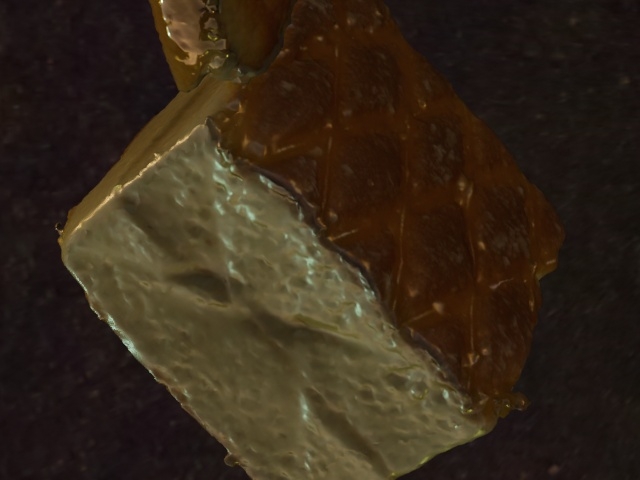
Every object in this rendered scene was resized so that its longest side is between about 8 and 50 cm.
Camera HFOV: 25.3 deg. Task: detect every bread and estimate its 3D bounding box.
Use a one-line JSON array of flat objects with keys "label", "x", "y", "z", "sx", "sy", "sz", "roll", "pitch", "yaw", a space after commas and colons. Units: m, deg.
[{"label": "bread", "x": 0.000, "y": 0.000, "z": 1.004, "sx": 0.207, "sy": 0.279, "sz": 0.279, "roll": -33, "pitch": 108, "yaw": 35}]

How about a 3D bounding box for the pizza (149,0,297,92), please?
[{"label": "pizza", "x": -0.022, "y": -0.154, "z": 0.473, "sx": 0.053, "sy": 0.193, "sz": 0.201, "roll": 8, "pitch": 105, "yaw": 20}]
